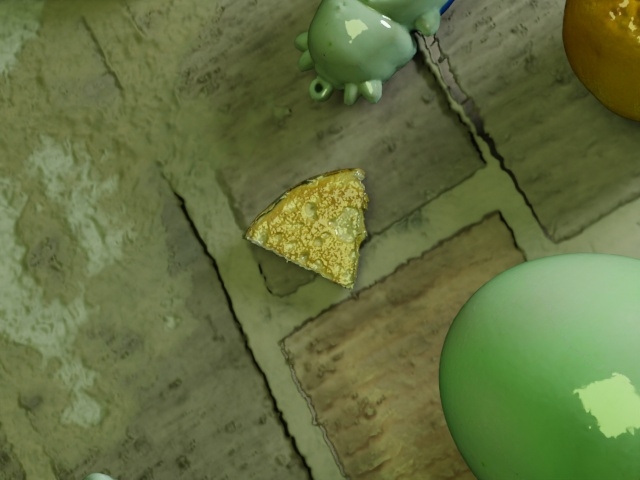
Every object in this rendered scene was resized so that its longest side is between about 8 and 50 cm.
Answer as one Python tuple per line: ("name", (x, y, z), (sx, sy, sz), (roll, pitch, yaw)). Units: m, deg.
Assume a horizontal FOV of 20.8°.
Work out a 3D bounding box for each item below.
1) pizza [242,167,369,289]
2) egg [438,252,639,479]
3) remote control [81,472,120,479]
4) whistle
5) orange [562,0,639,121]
("pizza", (0.000, 0.000, 1.511), (0.123, 0.026, 0.108), (-29, 72, 10))
("egg", (0.213, 0.121, 1.294), (0.270, 0.220, 0.220), (26, 88, 25))
("remote control", (-0.252, 0.320, 1.440), (0.335, 0.065, 0.128), (-42, 37, 35))
("whistle", (0.067, -0.219, 1.499), (0.110, 0.092, 0.244), (37, 94, 26))
("orange", (0.269, -0.174, 1.387), (0.159, 0.136, 0.159), (-6, 73, 21))
